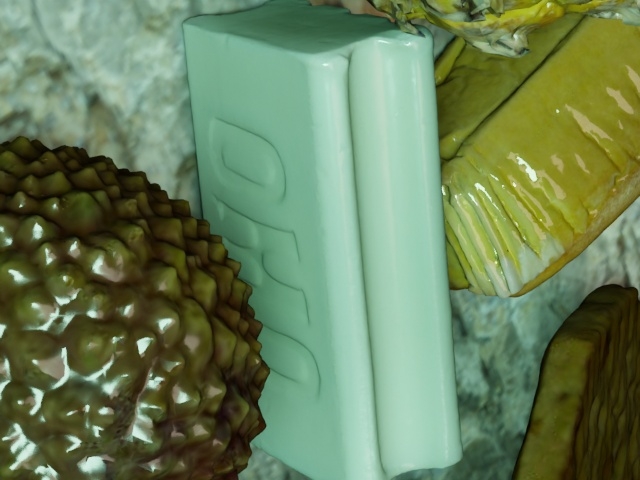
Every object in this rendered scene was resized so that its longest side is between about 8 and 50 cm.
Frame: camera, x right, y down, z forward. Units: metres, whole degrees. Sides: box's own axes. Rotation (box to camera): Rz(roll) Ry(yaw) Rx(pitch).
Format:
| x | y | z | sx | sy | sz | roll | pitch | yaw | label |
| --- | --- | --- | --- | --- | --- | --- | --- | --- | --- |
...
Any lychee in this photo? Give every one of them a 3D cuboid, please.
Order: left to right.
| x | y | z | sx | sy | sz | roll | pitch | yaw | label |
| --- | --- | --- | --- | --- | --- | --- | --- | --- | --- |
| -0.144 | 0.076 | 1.044 | 0.267 | 0.267 | 0.268 | -10 | 108 | -32 | lychee |

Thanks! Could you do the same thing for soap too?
| x | y | z | sx | sy | sz | roll | pitch | yaw | label |
| --- | --- | --- | --- | --- | --- | --- | --- | --- | --- |
| 0.000 | 0.000 | 1.178 | 0.087 | 0.160 | 0.265 | -16 | 112 | -29 | soap |

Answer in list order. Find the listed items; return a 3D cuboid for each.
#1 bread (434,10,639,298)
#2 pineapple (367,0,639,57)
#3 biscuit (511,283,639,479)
| x | y | z | sx | sy | sz | roll | pitch | yaw | label |
| --- | --- | --- | --- | --- | --- | --- | --- | --- | --- |
| 0.158 | -0.090 | 1.270 | 0.288 | 0.152 | 0.119 | -46 | 118 | -17 | bread |
| 0.119 | -0.278 | 1.038 | 0.300 | 0.352 | 0.352 | -24 | 115 | -28 | pineapple |
| 0.174 | 0.205 | 1.320 | 0.359 | 0.046 | 0.359 | 4 | 90 | -70 | biscuit |
